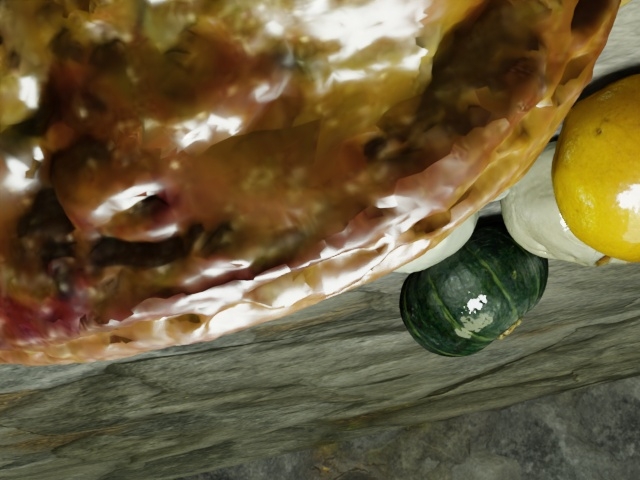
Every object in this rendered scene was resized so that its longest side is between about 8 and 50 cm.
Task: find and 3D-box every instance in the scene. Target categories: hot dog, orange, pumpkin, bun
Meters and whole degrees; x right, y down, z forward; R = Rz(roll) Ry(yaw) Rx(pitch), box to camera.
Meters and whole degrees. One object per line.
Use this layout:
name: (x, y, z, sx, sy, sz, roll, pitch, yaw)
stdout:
hot dog: (-0.086, -0.097, 0.511, 0.387, 0.267, 0.174, -13, -165, 22)
orange: (0.254, -0.061, 1.071, 0.155, 0.134, 0.154, -21, 134, -23)
pumpkin: (0.160, 0.049, 1.413, 0.167, 0.125, 0.167, -47, 165, -16)
bun: (0.254, -0.032, 1.215, 0.167, 0.113, 0.173, -3, 165, -28)

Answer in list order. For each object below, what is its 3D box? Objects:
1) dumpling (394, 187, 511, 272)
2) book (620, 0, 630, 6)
dumpling: (0.091, -0.037, 1.157, 0.169, 0.100, 0.134, -53, 177, 40)
book: (0.050, -0.167, 0.734, 0.389, 0.032, 0.269, 0, 159, -37)
